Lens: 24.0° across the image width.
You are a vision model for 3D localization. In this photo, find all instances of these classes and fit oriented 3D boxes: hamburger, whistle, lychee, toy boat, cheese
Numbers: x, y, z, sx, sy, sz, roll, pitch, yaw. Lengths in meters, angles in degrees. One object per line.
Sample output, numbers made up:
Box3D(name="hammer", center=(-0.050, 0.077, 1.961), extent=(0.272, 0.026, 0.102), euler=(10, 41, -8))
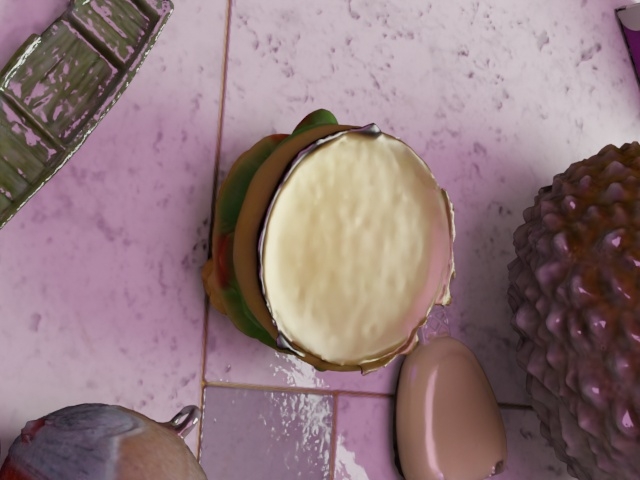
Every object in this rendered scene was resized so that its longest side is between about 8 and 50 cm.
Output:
Box3D(name="hamburger", center=(0.000, 0.000, 1.355), extent=(0.237, 0.149, 0.237), euler=(-3, 97, -32))
Box3D(name="whistle", center=(-0.215, 0.258, 1.178), extent=(0.189, 0.189, 0.348), euler=(44, 76, -24))
Box3D(name="lychee", center=(0.374, 0.096, 1.478), extent=(0.380, 0.380, 0.432), euler=(-42, 96, -30))
Box3D(name="toy boat", center=(-0.232, -0.112, 1.255), extent=(0.093, 0.055, 0.293), euler=(46, 62, -24))
Box3D(name="cheese", center=(0.115, 0.121, 1.484), extent=(0.127, 0.054, 0.252), euler=(-12, 93, -38))

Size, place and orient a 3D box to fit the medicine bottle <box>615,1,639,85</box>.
Box3D(name="medicine bottle", center=(0.427, -0.193, 1.637), extent=(0.052, 0.201, 0.171), euler=(-26, 103, -29))
